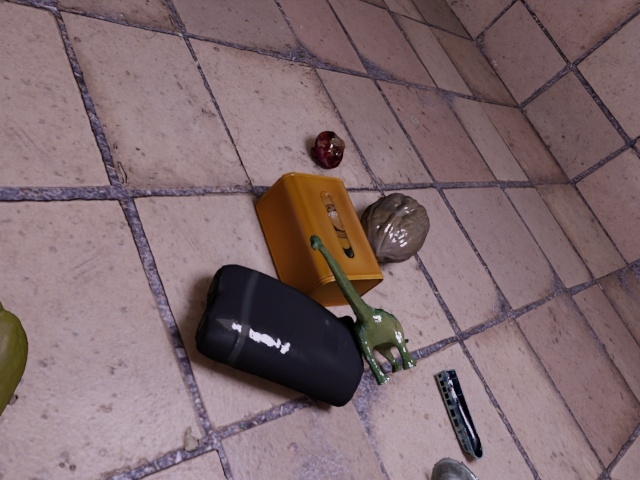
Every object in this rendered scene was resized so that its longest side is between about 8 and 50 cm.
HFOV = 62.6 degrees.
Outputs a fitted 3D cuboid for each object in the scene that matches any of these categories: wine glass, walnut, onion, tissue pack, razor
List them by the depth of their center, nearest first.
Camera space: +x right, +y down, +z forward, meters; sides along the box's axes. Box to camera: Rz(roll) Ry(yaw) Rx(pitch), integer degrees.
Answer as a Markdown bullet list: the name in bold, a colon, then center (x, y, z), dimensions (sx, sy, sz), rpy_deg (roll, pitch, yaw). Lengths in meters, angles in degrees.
- **wine glass**: center (0.195, 0.505, 0.978), dimensions (0.241, 0.126, 0.126), rpy_deg (-4, 62, -46)
- **razor**: center (-0.065, 0.181, 1.008), dimensions (0.349, 0.113, 0.204), rpy_deg (28, 40, -23)
- **tissue pack**: center (0.000, 0.000, 1.194), dimensions (0.194, 0.145, 0.274), rpy_deg (2, 59, -44)
- **walnut**: center (0.186, -0.027, 1.372), dimensions (0.178, 0.178, 0.230), rpy_deg (45, 44, -5)
- **onion**: center (0.021, -0.252, 1.459), dimensions (0.107, 0.097, 0.107), rpy_deg (-5, 90, -76)

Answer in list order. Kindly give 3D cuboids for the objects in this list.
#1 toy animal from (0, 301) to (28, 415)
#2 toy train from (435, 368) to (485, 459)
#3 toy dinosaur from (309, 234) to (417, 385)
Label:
- **toy animal**: center (-0.457, 0.217, 0.564), dimensions (0.181, 0.180, 0.363), rpy_deg (2, 42, 3)
- **toy train**: center (0.329, 0.407, 1.237), dimensions (0.043, 0.047, 0.207), rpy_deg (6, 56, -38)
- **toy dinosaur**: center (0.095, 0.142, 1.107), dimensions (0.300, 0.087, 0.447), rpy_deg (61, 10, 11)
